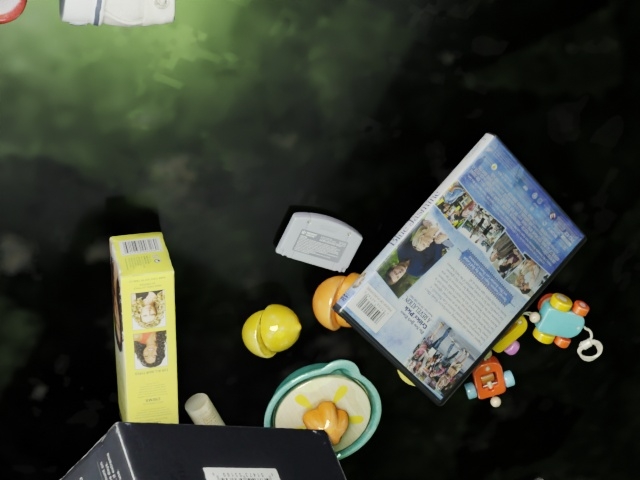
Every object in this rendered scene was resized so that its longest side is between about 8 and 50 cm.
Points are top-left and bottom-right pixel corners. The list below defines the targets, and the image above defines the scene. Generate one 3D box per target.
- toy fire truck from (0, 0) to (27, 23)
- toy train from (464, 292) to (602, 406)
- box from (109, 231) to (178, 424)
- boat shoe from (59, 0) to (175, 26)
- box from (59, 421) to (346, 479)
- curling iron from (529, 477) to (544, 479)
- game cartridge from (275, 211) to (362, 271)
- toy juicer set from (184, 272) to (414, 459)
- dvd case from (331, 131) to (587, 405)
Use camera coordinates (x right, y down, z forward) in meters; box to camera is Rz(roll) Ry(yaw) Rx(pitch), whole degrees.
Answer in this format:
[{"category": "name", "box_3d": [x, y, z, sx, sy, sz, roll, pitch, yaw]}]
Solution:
[{"category": "toy fire truck", "box_3d": [-0.381, -0.287, 1.071, 0.302, 0.169, 0.254, 5, 100, -19]}, {"category": "toy train", "box_3d": [0.236, 0.118, 1.537, 0.166, 0.046, 0.125, -21, 125, 1]}, {"category": "box", "box_3d": [-0.184, 0.112, 1.395, 0.058, 0.087, 0.232, -7, 121, -14]}, {"category": "boat shoe", "box_3d": [-0.124, -0.342, 1.110, 0.156, 0.136, 0.367, 3, 122, -16]}, {"category": "box", "box_3d": [-0.151, 0.342, 1.374, 0.296, 0.183, 0.294, 10, 136, -45]}, {"category": "curling iron", "box_3d": [0.158, 0.360, 1.656, 0.274, 0.068, 0.035, -26, 122, -5]}, {"category": "game cartridge", "box_3d": [0.000, 0.000, 1.418, 0.083, 0.017, 0.056, 17, 118, -24]}, {"category": "toy juicer set", "box_3d": [-0.024, 0.174, 1.472, 0.329, 0.089, 0.209, -43, 122, 13]}, {"category": "dvd case", "box_3d": [0.154, 0.034, 1.429, 0.253, 0.022, 0.180, -48, 118, -4]}]
